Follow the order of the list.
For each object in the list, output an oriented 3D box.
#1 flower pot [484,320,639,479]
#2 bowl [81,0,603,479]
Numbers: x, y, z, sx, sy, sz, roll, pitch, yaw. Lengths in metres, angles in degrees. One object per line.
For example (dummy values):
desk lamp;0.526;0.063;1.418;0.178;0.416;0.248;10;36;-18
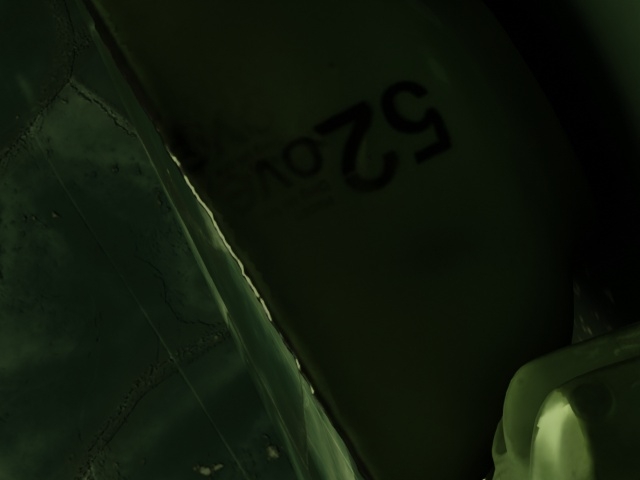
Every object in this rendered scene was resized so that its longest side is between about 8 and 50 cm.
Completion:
flower pot;0.204;0.226;0.938;0.254;0.165;0.367;91;156;-57
bowl;0.034;-0.029;1.107;0.354;0.185;0.354;60;179;3
